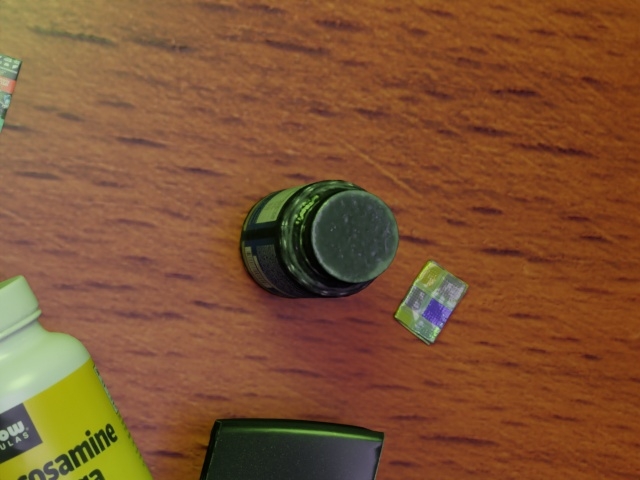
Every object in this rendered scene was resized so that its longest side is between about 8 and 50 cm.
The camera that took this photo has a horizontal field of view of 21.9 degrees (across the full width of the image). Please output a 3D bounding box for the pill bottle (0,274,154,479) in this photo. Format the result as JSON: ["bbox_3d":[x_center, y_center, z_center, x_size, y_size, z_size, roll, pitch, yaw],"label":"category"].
[{"bbox_3d":[-0.284,0.213,1.641,0.188,0.188,0.334,-29,97,-17],"label":"pill bottle"}]

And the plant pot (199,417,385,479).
[{"bbox_3d":[-0.045,0.270,1.730,0.167,0.188,0.187,15,84,-6],"label":"plant pot"}]

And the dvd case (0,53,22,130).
[{"bbox_3d":[-0.368,-0.144,1.715,0.087,0.013,0.119,17,82,-17],"label":"dvd case"}]

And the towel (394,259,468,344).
[{"bbox_3d":[0.126,0.069,1.874,0.060,0.009,0.083,38,78,-15],"label":"towel"}]

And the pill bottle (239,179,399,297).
[{"bbox_3d":[0.000,0.000,1.723,0.123,0.219,0.123,1,88,-18],"label":"pill bottle"}]
